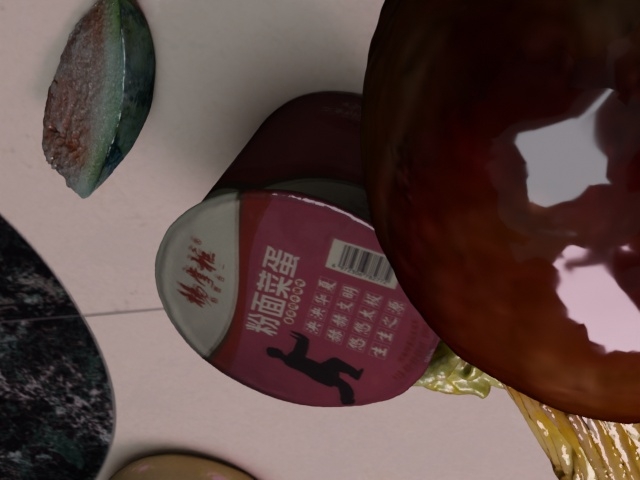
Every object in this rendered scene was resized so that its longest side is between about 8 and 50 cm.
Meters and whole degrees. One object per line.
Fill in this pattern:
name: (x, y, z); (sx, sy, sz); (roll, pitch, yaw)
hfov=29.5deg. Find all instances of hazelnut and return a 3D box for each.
hazelnut: (0.200, -0.099, 0.709); (0.353, 0.421, 0.421); (43, 136, 18)

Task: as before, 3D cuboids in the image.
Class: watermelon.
watermelon: (-0.186, -0.131, 1.038); (0.094, 0.081, 0.180); (34, 117, 5)

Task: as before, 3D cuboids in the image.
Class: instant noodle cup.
instant noodle cup: (0.000, 0.000, 1.019); (0.234, 0.178, 0.235); (10, 132, 11)

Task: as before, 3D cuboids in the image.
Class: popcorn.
popcorn: (0.128, 0.076, 1.108); (0.141, 0.162, 0.135); (64, 157, -9)

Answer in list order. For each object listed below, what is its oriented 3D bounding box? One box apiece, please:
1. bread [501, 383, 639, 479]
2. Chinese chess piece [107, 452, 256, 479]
bread: (0.284, 0.073, 0.976); (0.288, 0.204, 0.156); (-25, 123, 11)
Chinese chess piece: (-0.156, 0.359, 1.449); (0.250, 0.097, 0.251); (8, 134, 8)
